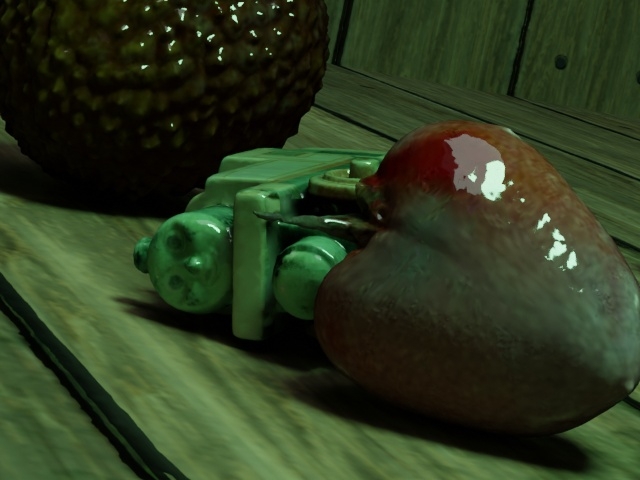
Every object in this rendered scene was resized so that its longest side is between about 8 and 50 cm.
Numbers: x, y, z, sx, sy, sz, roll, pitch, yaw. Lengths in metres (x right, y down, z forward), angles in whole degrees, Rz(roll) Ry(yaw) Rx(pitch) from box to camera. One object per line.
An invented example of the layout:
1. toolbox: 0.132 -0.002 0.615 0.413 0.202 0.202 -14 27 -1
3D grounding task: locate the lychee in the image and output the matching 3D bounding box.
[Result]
1. lychee: -0.089 -0.107 1.049 0.194 0.194 0.194 11 9 -2

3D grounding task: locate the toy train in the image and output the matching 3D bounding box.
1. toy train: 0.000 0.000 0.829 0.125 0.081 0.194 4 8 20

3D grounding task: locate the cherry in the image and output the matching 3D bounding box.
1. cherry: 0.052 0.020 0.703 0.126 0.106 0.087 52 -1 10
